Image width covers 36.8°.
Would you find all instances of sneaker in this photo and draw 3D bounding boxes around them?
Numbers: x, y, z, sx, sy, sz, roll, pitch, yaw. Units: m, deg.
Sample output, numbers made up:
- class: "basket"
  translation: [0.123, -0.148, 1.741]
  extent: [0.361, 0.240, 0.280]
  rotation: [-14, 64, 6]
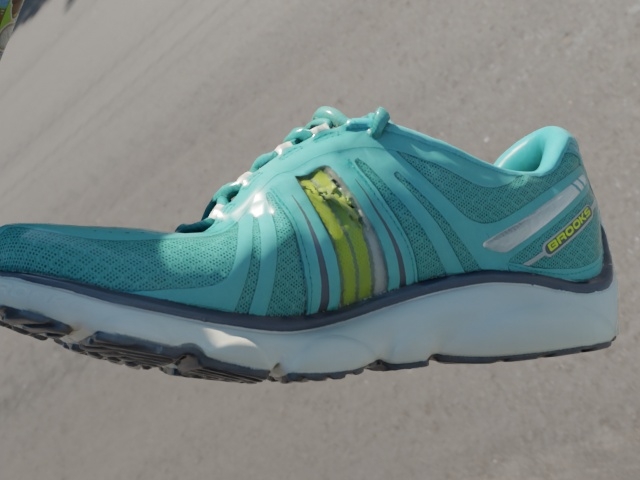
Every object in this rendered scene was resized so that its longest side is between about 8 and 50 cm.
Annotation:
- class: "sneaker"
  translation: [0.000, 0.000, 0.394]
  extent: [0.107, 0.275, 0.110]
  rotation: [-10, 84, 63]

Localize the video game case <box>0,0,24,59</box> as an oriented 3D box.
- class: "video game case"
  translation: [-0.216, -0.095, 0.399]
  extent: [0.026, 0.227, 0.206]
  rotation: [33, 107, 18]
